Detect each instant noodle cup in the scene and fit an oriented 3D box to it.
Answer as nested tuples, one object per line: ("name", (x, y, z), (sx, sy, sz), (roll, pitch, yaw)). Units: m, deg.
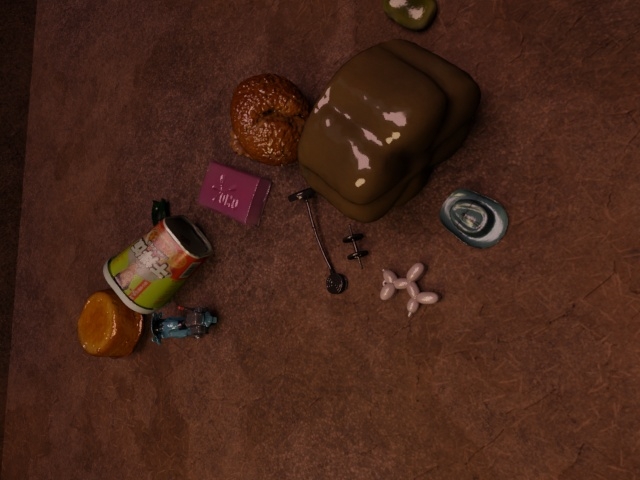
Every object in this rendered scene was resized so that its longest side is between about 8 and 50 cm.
("instant noodle cup", (-0.591, 0.076, 1.704), (0.308, 0.294, 0.293), (-40, 67, 13))

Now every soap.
("soap", (-0.318, -0.173, 1.659), (0.260, 0.081, 0.181), (24, 98, 30))

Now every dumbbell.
("dumbbell", (0.108, 0.019, 1.398), (0.070, 0.069, 0.147), (-23, 74, 27))

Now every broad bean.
("broad bean", (0.267, -0.708, 1.363), (0.175, 0.082, 0.124), (32, 103, 18))

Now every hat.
("hat", (0.404, -0.063, 1.224), (0.191, 0.078, 0.138), (35, 105, 28))

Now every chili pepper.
("chili pepper", (-0.660, -0.074, 1.868), (0.098, 0.061, 0.224), (-27, 75, 33))

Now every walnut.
("walnut", (-0.254, -0.366, 1.645), (0.170, 0.069, 0.142), (41, 105, 25))

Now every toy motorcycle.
("toy motorcycle", (-0.522, 0.316, 1.687), (0.272, 0.182, 0.123), (-19, 64, 27))

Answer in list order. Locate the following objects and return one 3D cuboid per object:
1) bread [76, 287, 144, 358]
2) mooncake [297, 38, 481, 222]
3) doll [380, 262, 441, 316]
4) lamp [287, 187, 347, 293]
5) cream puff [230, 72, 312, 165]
("bread", (-0.874, 0.351, 1.895), (0.313, 0.172, 0.311), (-4, 81, 31))
("mooncake", (0.176, -0.264, 1.172), (0.262, 0.467, 0.467), (43, 108, 19))
("doll", (0.248, 0.137, 1.313), (0.160, 0.059, 0.160), (-31, 72, 24))
("lamp", (-0.022, -0.004, 1.455), (0.130, 0.109, 0.370), (-16, 79, 33))
("cream puff", (-0.138, -0.389, 1.447), (0.212, 0.303, 0.302), (-7, 82, 42))
